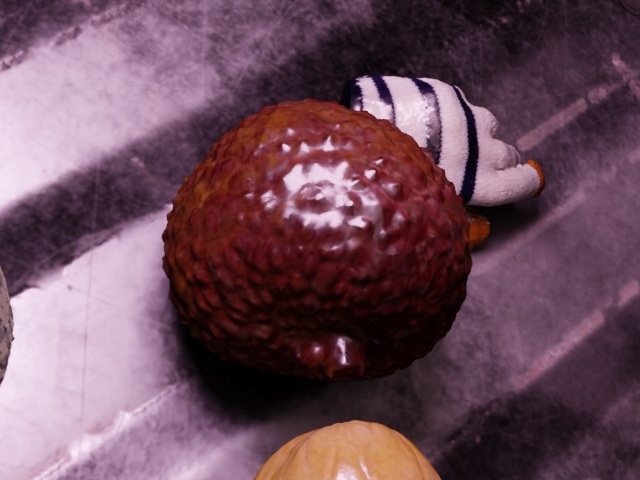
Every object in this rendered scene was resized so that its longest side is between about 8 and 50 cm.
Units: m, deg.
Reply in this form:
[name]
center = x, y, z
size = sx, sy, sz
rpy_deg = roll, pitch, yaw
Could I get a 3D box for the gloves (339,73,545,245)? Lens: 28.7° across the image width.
[gloves]
center = 0.122, -0.083, 1.203
size = 0.219, 0.131, 0.140
rpy_deg = 9, 68, -10

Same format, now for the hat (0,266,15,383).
[hat]
center = -0.351, 0.037, 0.944
size = 0.265, 0.128, 0.265
rpy_deg = 8, 69, -22

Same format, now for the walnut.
[walnut]
center = 0.022, 0.253, 0.975
size = 0.193, 0.193, 0.225
rpy_deg = 2, 73, -23

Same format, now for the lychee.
[lychee]
center = 0.000, 0.000, 1.043
size = 0.260, 0.260, 0.260
rpy_deg = 9, 66, -20
